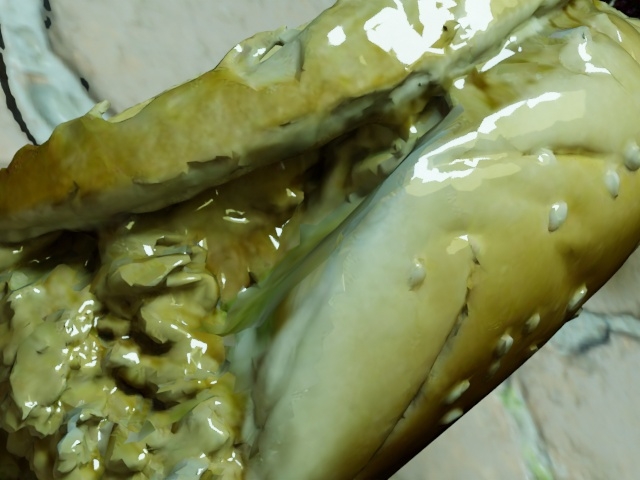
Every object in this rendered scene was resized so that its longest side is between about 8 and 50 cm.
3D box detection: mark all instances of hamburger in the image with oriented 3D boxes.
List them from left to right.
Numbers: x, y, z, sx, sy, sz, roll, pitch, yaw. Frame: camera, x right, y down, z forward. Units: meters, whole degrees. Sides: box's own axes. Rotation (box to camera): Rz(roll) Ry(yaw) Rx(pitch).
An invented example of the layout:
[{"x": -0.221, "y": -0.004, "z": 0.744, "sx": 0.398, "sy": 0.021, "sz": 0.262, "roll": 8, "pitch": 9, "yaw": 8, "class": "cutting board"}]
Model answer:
[{"x": 0.000, "y": 0.000, "z": 0.542, "sx": 0.146, "sy": 0.243, "sz": 0.286, "roll": 54, "pitch": 24, "yaw": 2, "class": "hamburger"}]

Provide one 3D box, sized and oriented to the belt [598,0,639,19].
[{"x": 0.171, "y": -0.136, "z": 0.905, "sx": 0.164, "sy": 0.184, "sz": 0.289, "roll": 29, "pitch": 40, "yaw": -13, "class": "belt"}]
